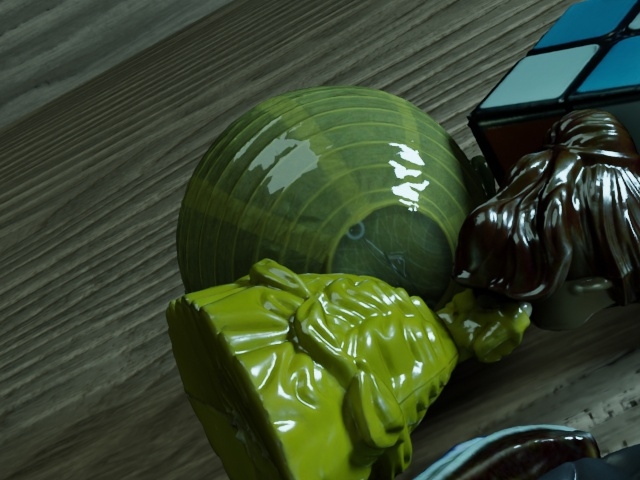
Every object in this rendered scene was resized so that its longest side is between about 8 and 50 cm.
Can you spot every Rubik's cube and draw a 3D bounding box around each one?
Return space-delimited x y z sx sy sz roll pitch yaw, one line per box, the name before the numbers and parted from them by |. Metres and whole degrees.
Rubik's cube | 0.247 -0.074 0.849 0.183 0.180 0.167 -2 37 45

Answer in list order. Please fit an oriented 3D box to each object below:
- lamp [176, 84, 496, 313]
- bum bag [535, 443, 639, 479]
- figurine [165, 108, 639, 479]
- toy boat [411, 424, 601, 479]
lamp | 0.000 0.000 0.912 0.250 0.250 0.284 -36 21 -12
bum bag | 0.180 0.177 0.515 0.123 0.060 0.248 -31 47 -14
figurine | 0.084 0.047 0.717 0.315 0.168 0.187 -24 -9 -18
toy boat | 0.069 0.191 0.633 0.262 0.114 0.115 -41 -10 -26
